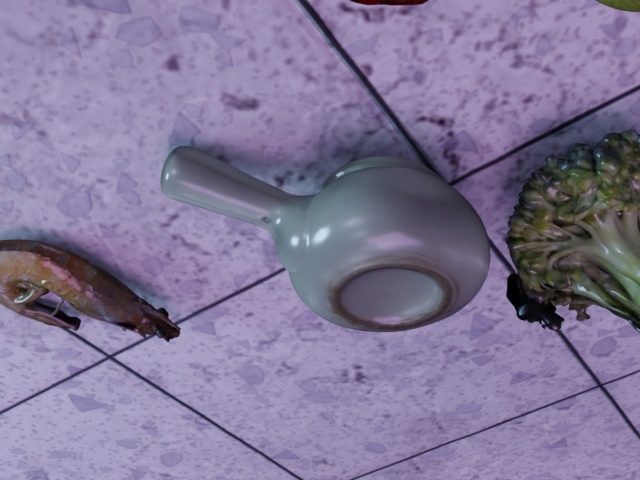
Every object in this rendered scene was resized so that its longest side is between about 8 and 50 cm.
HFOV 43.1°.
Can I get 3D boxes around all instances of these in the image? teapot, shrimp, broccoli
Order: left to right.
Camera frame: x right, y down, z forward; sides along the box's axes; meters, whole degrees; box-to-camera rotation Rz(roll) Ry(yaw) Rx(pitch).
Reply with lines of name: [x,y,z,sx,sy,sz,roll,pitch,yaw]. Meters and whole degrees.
shrimp: [-0.283,0.071,0.952,0.251,0.052,0.143,33,135,-24]
teapot: [0.019,-0.020,0.808,0.318,0.149,0.220,29,134,-31]
broccoli: [0.322,0.034,0.824,0.247,0.243,0.263,-44,131,17]

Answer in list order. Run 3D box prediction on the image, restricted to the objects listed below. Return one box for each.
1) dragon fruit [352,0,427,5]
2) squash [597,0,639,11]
dragon fruit: [0.072,-0.253,0.632,0.161,0.120,0.127,-2,99,-40]
squash: [0.208,-0.265,0.588,0.132,0.132,0.247,-27,133,21]
